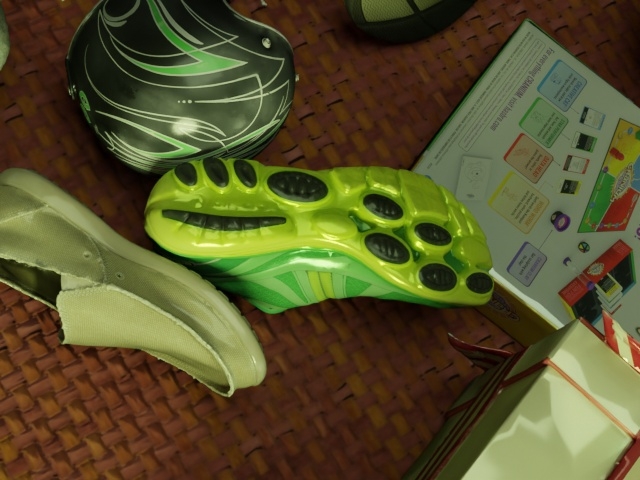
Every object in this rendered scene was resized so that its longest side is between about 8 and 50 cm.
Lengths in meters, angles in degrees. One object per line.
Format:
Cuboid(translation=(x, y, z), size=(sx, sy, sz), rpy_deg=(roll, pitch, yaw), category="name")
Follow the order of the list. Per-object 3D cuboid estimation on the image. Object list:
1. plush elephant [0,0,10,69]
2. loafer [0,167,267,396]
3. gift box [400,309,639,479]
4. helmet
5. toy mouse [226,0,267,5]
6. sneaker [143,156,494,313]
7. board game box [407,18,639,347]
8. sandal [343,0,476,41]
Cuboid(translation=(-0.335, -0.203, 1.219), size=(0.330, 0.255, 0.272), rpy_deg=(19, 57, -1), category="plush elephant")
Cuboid(translation=(-0.166, 0.050, 1.248), size=(0.268, 0.102, 0.092), rpy_deg=(33, 65, 7), category="loafer")
Cuboid(translation=(0.176, 0.206, 1.207), size=(0.276, 0.255, 0.258), rpy_deg=(45, 66, -5), category="gift box")
Cuboid(translation=(-0.109, -0.128, 1.293), size=(0.169, 0.169, 0.161), rpy_deg=(-35, 69, -25), category="helmet")
Cuboid(translation=(-0.122, -0.258, 1.407), size=(0.143, 0.031, 0.161), rpy_deg=(-36, 84, -25), category="toy mouse")
Cuboid(translation=(0.000, 0.000, 1.293), size=(0.295, 0.123, 0.109), rpy_deg=(11, 65, -11), category="sneaker")
Cuboid(translation=(0.237, -0.012, 1.409), size=(0.316, 0.064, 0.242), rpy_deg=(39, 64, -1), category="board game box")
Cuboid(translation=(0.125, -0.288, 1.466), size=(0.086, 0.120, 0.303), rpy_deg=(33, 59, 28), category="sandal")
